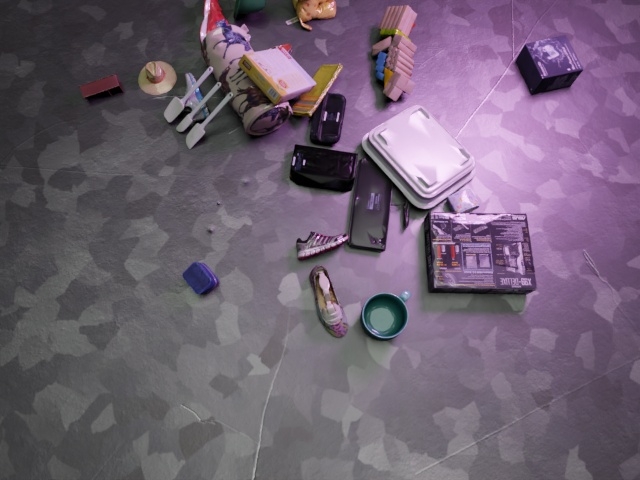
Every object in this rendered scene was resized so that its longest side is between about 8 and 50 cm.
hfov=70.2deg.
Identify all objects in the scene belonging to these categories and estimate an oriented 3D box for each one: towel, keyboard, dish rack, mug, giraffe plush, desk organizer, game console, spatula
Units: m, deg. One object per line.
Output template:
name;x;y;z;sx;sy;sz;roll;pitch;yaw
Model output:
towel;-0.018;-0.525;1.580;0.102;0.021;0.237;17;69;36
keyboard;0.203;-0.115;1.461;0.201;0.033;0.317;9;72;3
dish rack;0.329;-0.292;1.484;0.285;0.072;0.333;-34;74;-19
mug;0.192;0.220;1.309;0.157;0.097;0.130;-9;71;-5
giraffe plush;-0.043;-0.900;1.652;0.181;0.170;0.210;43;76;12
desk organizer;-0.757;-0.523;1.578;0.130;0.047;0.050;-23;75;-8
game console;0.028;-0.341;1.530;0.213;0.044;0.362;9;72;1
spatula;-0.405;-0.444;1.503;0.242;0.019;0.168;-41;77;20

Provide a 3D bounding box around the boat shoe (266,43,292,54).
boat shoe;-0.161;-0.676;1.641;0.137;0.043;0.049;-30;72;-12

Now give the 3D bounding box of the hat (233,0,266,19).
hat;-0.208;-0.868;1.662;0.183;0.208;0.173;11;115;-19

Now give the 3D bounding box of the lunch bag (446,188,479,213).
lunch bag;0.456;-0.120;1.454;0.083;0.053;0.071;-25;71;1

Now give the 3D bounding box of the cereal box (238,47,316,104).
cereal box;-0.132;-0.533;1.463;0.173;0.047;0.240;47;37;0

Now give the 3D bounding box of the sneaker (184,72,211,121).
sneaker;-0.444;-0.490;1.562;0.082;0.071;0.191;-24;73;-3

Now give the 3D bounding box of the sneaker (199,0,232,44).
sneaker;-0.365;-0.806;1.673;0.128;0.087;0.221;8;83;-7

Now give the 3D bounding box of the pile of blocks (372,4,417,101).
pile of blocks;0.273;-0.650;1.621;0.112;0.149;0.362;15;77;-41

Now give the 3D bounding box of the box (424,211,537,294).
box;0.481;0.038;1.387;0.307;0.076;0.243;0;71;-1

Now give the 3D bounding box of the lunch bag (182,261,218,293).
lunch bag;-0.358;0.110;1.357;0.067;0.065;0.098;-42;77;3

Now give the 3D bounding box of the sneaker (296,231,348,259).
sneaker;0.000;0.000;1.399;0.170;0.063;0.075;-19;78;-2

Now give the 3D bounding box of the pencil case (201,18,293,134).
pencil case;-0.248;-0.540;1.529;0.183;0.160;0.410;-35;72;15

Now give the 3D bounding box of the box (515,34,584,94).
box;0.806;-0.620;1.610;0.158;0.093;0.156;-14;72;-4

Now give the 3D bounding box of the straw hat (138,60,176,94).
straw hat;-0.582;-0.589;1.595;0.144;0.061;0.145;0;71;-1

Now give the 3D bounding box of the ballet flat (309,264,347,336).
ballet flat;0.020;0.173;1.333;0.076;0.079;0.222;-17;72;-7
